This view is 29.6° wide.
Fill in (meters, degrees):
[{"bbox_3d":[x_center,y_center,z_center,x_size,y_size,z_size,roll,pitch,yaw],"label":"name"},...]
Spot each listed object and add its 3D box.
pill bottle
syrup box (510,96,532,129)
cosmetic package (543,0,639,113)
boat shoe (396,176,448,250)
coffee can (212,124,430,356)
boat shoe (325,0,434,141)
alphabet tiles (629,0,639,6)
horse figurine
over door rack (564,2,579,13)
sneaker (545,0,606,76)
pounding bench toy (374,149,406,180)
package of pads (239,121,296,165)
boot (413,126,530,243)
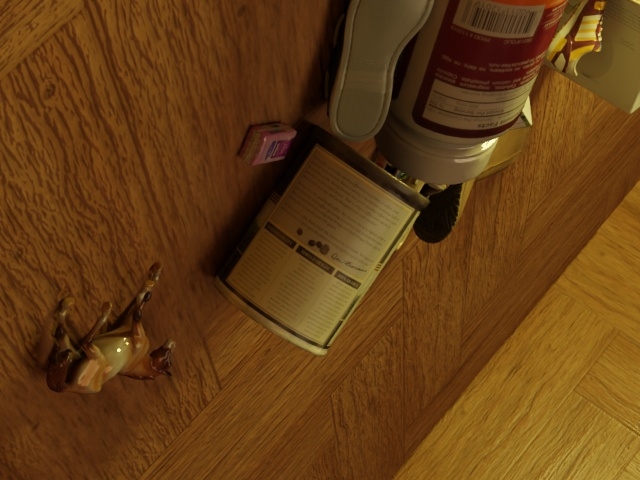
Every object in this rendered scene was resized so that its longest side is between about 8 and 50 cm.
[{"bbox_3d":[0.212,-0.282,1.752,0.224,0.224,0.392,-37,155,-39],"label":"pill bottle"},{"bbox_3d":[0.281,-0.265,2.034,0.237,0.093,0.096,35,49,-63],"label":"syrup box"},{"bbox_3d":[0.572,-0.409,2.332,0.138,0.224,0.224,-36,153,-39],"label":"cosmetic package"},{"bbox_3d":[0.185,-0.119,2.119,0.302,0.098,0.109,-53,159,-6],"label":"boat shoe"},{"bbox_3d":[0.000,0.000,1.763,0.275,0.201,0.201,-56,159,4],"label":"coffee can"},{"bbox_3d":[0.070,-0.284,1.648,0.114,0.091,0.302,13,121,-19],"label":"boat shoe"},{"bbox_3d":[0.596,-0.485,2.220,0.009,0.237,0.198,121,-9,-47],"label":"alphabet tiles"},{"bbox_3d":[-0.277,0.135,1.571,0.263,0.066,0.174,-26,139,-55],"label":"horse figurine"},{"bbox_3d":[0.377,-0.422,2.093,0.239,0.108,0.324,-49,173,-15],"label":"over door rack"},{"bbox_3d":[0.494,-0.389,2.219,0.185,0.084,0.069,-53,173,16],"label":"sneaker"},{"bbox_3d":[0.132,-0.125,2.018,0.052,0.083,0.065,-24,143,-53],"label":"pounding bench toy"},{"bbox_3d":[-0.072,-0.131,1.648,0.083,0.032,0.050,-17,140,-58],"label":"package of pads"},{"bbox_3d":[0.305,-0.127,2.380,0.269,0.089,0.236,-28,147,-52],"label":"boot"}]
